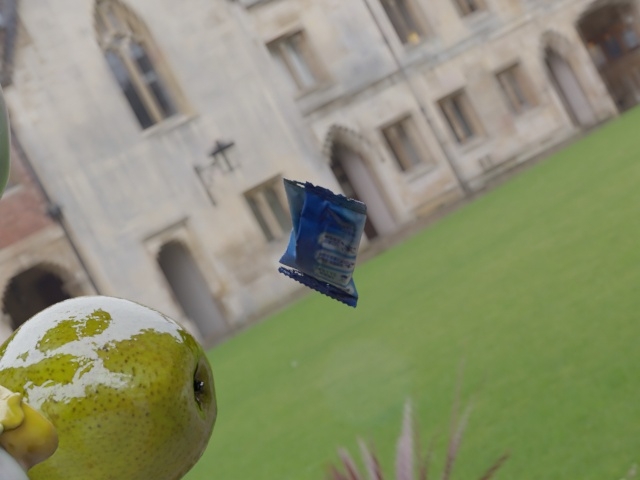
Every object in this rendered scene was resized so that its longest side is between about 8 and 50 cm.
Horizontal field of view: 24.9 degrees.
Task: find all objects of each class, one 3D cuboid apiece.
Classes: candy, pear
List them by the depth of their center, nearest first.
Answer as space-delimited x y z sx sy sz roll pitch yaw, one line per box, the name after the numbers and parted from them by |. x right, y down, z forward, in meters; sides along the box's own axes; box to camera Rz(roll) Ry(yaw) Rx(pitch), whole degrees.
-0.182 0.138 1.184 0.198 0.198 0.198 -28 1 1 | pear
-0.001 0.000 1.334 0.038 0.088 0.136 -46 -27 -37 | candy

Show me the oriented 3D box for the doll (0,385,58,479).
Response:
-0.219 0.204 0.629 0.177 0.141 0.314 -37 20 55 | doll

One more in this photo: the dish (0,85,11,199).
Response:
-0.321 -0.092 1.001 0.256 0.256 0.117 -27 15 28 | dish
